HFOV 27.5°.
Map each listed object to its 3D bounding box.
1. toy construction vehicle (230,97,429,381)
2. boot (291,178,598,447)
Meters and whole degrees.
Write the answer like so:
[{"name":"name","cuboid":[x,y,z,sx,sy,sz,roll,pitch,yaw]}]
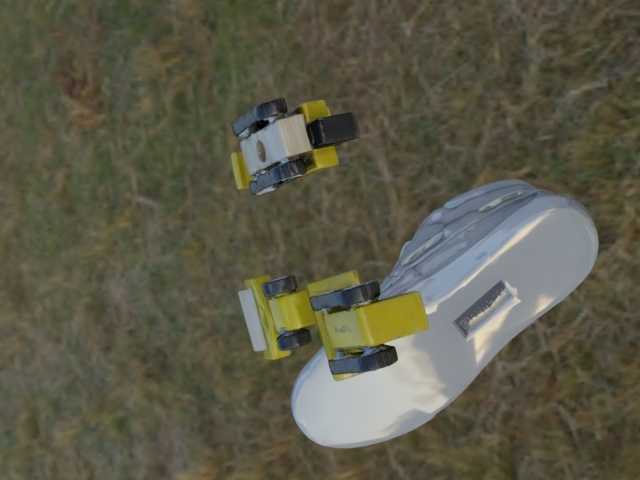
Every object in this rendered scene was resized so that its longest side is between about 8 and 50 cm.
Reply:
[{"name":"toy construction vehicle","cuboid":[0.000,0.000,0.407,0.098,0.035,0.086,-24,82,68]},{"name":"boot","cuboid":[0.081,0.049,0.977,0.095,0.258,0.123,57,176,-19]}]
